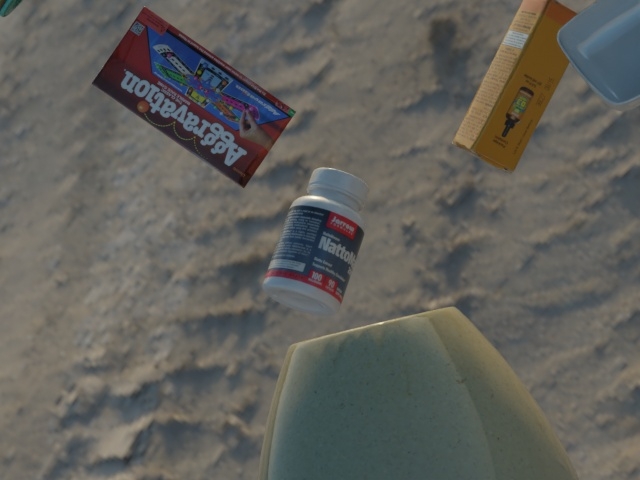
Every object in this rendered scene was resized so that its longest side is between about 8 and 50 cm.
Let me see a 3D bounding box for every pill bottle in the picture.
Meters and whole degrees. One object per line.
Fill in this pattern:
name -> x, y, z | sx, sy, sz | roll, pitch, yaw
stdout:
pill bottle -> 0.000, 0.000, 1.926 | 0.108, 0.108, 0.180 | -2, 64, 50

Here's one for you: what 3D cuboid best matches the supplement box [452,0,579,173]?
supplement box -> 0.270, -0.213, 1.957 | 0.233, 0.078, 0.080 | -63, 25, 2

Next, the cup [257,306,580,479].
cup -> 0.076, 0.196, 1.386 | 0.331, 0.331, 0.237 | -17, 85, 42

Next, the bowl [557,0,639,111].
bowl -> 0.363, -0.219, 1.667 | 0.142, 0.053, 0.142 | -34, 56, 2

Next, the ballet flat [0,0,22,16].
ballet flat -> -0.298, -0.347, 1.570 | 0.231, 0.077, 0.077 | -49, 4, -9

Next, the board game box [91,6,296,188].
board game box -> -0.193, -0.217, 2.206 | 0.145, 0.281, 0.027 | -56, 7, -2
